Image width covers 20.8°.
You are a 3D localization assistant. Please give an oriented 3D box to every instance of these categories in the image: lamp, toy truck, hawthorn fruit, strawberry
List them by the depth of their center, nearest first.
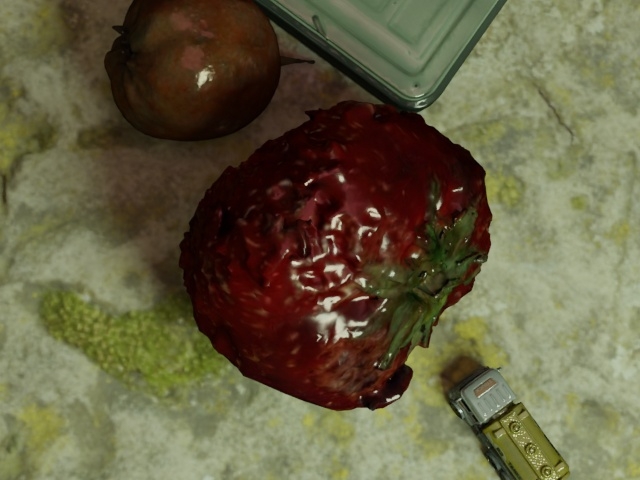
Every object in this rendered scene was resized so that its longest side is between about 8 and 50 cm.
[{"bbox_3d":[0.000,0.000,1.473,0.220,0.274,0.274,26,76,34],"label":"strawberry"},{"bbox_3d":[-0.093,-0.157,1.509,0.189,0.149,0.149,-3,82,-4],"label":"hawthorn fruit"},{"bbox_3d":[0.168,0.170,1.539,0.052,0.063,0.123,-35,88,-11],"label":"toy truck"},{"bbox_3d":[0.057,-0.289,1.599,0.266,0.047,0.269,35,78,0],"label":"lamp"}]
